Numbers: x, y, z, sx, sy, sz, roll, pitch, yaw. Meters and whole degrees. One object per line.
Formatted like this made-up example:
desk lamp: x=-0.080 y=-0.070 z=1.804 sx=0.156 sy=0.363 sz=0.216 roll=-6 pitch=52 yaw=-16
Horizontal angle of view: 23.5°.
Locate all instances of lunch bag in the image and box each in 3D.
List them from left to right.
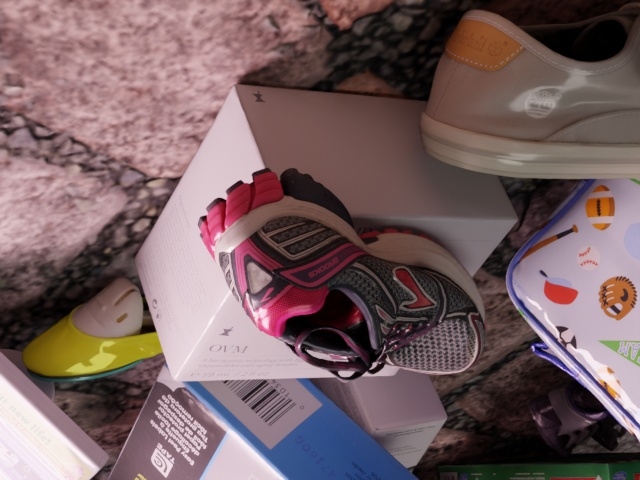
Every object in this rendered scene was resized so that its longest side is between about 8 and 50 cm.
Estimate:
lunch bag: x=0.324 y=0.061 z=1.403 sx=0.243 sy=0.303 sz=0.115 roll=-50 pitch=154 yaw=19

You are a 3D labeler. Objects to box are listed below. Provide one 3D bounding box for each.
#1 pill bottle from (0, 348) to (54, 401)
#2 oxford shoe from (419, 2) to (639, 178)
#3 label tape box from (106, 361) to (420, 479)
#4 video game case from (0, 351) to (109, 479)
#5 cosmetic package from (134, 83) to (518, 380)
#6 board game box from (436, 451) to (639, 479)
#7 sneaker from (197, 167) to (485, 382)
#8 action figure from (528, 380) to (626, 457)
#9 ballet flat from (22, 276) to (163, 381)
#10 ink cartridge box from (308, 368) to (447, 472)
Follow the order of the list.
pill bottle: x=-0.295 y=0.188 z=1.392 sx=0.112 sy=0.112 sz=0.186 roll=-5 pitch=139 yaw=-25
oxford shoe: x=0.283 y=-0.126 z=1.260 sx=0.449 sy=0.169 sz=0.130 roll=-2 pitch=107 yaw=-30
label tape box: x=-0.080 y=0.272 z=1.508 sx=0.115 sy=0.249 sz=0.347 roll=-37 pitch=163 yaw=-44
video game case: x=-0.310 y=0.163 z=1.300 sx=0.193 sy=0.212 sz=0.023 roll=-42 pitch=-174 yaw=30
cosmetic package: x=0.000 y=0.000 z=1.274 sx=0.224 sy=0.138 sz=0.224 roll=1 pitch=139 yaw=-32
board game box: x=0.314 y=0.276 z=1.803 sx=0.214 sy=0.046 sz=0.317 roll=1 pitch=172 yaw=-30
sneaker: x=0.027 y=0.055 z=1.139 sx=0.121 sy=0.112 sz=0.299 roll=-40 pitch=143 yaw=22
action figure: x=0.367 y=0.150 z=1.732 sx=0.185 sy=0.099 sz=0.285 roll=-19 pitch=161 yaw=-40
ballet flat: x=-0.150 y=0.066 z=1.354 sx=0.231 sy=0.077 sz=0.077 roll=-7 pitch=124 yaw=-27
ink cartridge box: x=0.031 y=0.177 z=1.539 sx=0.086 sy=0.148 sz=0.203 roll=-7 pitch=145 yaw=-26
